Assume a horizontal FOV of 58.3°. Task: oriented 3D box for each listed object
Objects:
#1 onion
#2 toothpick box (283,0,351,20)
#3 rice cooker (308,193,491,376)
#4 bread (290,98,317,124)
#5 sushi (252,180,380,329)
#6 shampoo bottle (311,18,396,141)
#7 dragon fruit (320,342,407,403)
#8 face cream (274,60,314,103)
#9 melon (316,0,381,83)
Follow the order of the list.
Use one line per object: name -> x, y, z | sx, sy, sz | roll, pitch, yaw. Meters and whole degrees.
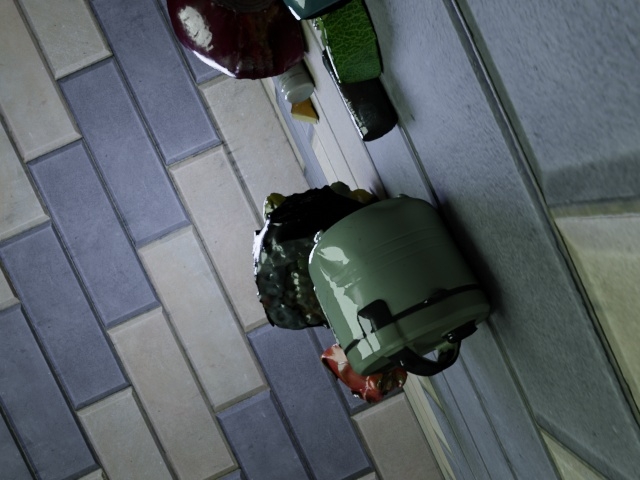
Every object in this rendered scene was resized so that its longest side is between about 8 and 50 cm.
onion -> -0.200, -0.508, 1.267 | 0.336, 0.260, 0.282 | 66, 172, -14
toothpick box -> -0.020, -0.338, 0.614 | 0.184, 0.120, 0.120 | 63, 178, -18
rice cooker -> 0.110, 0.077, 0.818 | 0.244, 0.226, 0.226 | 61, 176, 23
bread -> -0.037, -0.392, 1.629 | 0.084, 0.080, 0.109 | 85, -165, -83
sushi -> 0.000, 0.000, 1.279 | 0.285, 0.328, 0.328 | -101, -10, -48
shampoo bottle -> 0.043, -0.249, 0.851 | 0.063, 0.057, 0.207 | 56, -170, -81
dragon fruit -> 0.175, 0.408, 1.901 | 0.225, 0.306, 0.305 | 62, 177, 15
face cream -> -0.103, -0.476, 1.446 | 0.082, 0.082, 0.268 | 74, 172, -75
melon -> 0.013, -0.322, 0.780 | 0.118, 0.064, 0.209 | 59, -173, -69
